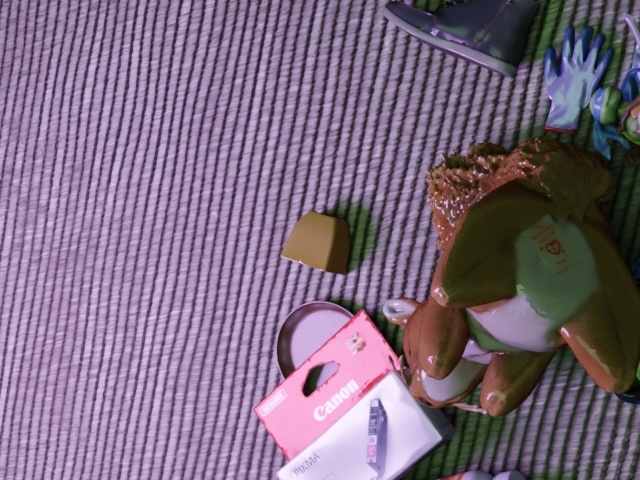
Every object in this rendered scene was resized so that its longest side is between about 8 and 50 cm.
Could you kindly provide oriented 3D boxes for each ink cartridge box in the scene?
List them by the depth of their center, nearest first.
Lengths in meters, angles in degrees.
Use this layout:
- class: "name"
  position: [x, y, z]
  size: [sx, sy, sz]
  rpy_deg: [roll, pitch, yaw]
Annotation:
- class: "ink cartridge box"
  position: [0.034, 0.279, 2.093]
  size: [0.275, 0.060, 0.239]
  rpy_deg: [-44, 73, 24]

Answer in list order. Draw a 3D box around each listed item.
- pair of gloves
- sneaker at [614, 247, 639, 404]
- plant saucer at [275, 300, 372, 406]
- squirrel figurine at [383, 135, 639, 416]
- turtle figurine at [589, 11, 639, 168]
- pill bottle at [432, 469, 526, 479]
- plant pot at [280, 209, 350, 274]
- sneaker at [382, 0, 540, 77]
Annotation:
- class: "pair of gloves"
  position: [0.404, -0.211, 1.908]
  size: [0.198, 0.023, 0.159]
  rpy_deg: [14, 101, 20]
- class: "sneaker"
  position: [0.467, 0.075, 1.842]
  size: [0.130, 0.147, 0.329]
  rpy_deg: [16, 102, 24]
- class: "plant saucer"
  position: [0.009, 0.176, 2.151]
  size: [0.169, 0.029, 0.168]
  rpy_deg: [4, 99, 27]
- class: "squirrel figurine"
  position: [0.245, 0.055, 1.890]
  size: [0.281, 0.397, 0.370]
  rpy_deg: [20, 151, -10]
- class: "turtle figurine"
  position: [0.493, -0.196, 1.761]
  size: [0.266, 0.198, 0.274]
  rpy_deg: [22, 103, 13]
- class: "pill bottle"
  position: [0.202, 0.408, 2.031]
  size: [0.216, 0.121, 0.121]
  rpy_deg: [-20, 87, 27]
- class: "plant pot"
  position: [0.000, 0.000, 2.109]
  size: [0.082, 0.081, 0.083]
  rpy_deg: [18, 92, 24]
- class: "sneaker"
  position: [0.204, -0.326, 1.974]
  size: [0.222, 0.083, 0.118]
  rpy_deg: [26, 96, 20]
